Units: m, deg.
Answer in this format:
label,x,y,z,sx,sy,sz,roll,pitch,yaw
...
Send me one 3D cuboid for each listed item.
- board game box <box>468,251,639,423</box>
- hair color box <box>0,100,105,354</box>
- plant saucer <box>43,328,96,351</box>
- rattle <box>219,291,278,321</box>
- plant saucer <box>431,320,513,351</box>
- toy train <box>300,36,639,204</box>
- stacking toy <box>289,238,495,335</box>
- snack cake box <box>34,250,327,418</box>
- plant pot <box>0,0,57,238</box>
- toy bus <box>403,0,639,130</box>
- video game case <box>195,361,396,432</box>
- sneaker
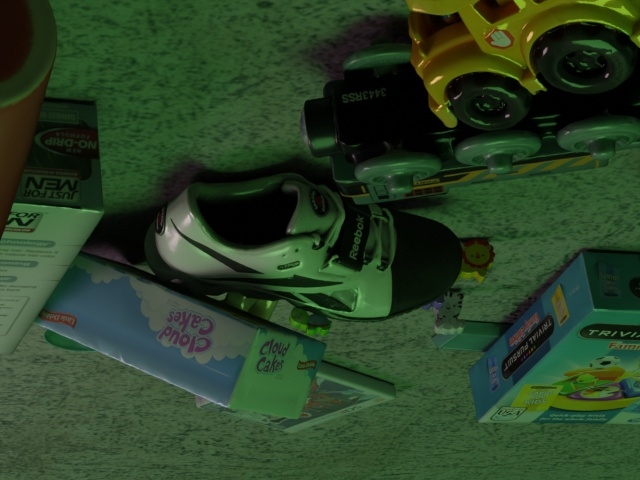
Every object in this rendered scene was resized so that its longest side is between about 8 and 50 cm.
label,x,y,z,sx,sy,sz,roll,pitch,yaw
board game box,0.364,0.127,2.331,0.253,0.079,0.336,2,152,-20
hair color box,-0.346,-0.007,1.838,0.185,0.114,0.374,4,156,-22
plant saucer,-0.262,0.099,2.218,0.119,0.021,0.119,-5,156,-2
rattle,-0.104,0.030,2.087,0.130,0.143,0.200,-30,152,-29
plant saucer,0.238,0.125,2.406,0.192,0.018,0.067,5,155,-25
toy train,0.152,-0.113,1.698,0.334,0.142,0.190,-9,168,5
stacking toy,0.076,0.053,2.165,0.221,0.052,0.167,-1,155,-6
snack cake box,-0.147,0.094,1.967,0.264,0.089,0.152,21,179,28
plant pot,-0.332,-0.104,1.456,0.275,0.275,0.243,8,144,-29
toy bus,0.131,-0.206,1.469,0.220,0.149,0.211,-21,139,38
video game case,-0.031,0.205,2.520,0.183,0.023,0.201,-22,152,33
sneaker,0.000,0.000,1.921,0.330,0.122,0.146,3,155,-17
